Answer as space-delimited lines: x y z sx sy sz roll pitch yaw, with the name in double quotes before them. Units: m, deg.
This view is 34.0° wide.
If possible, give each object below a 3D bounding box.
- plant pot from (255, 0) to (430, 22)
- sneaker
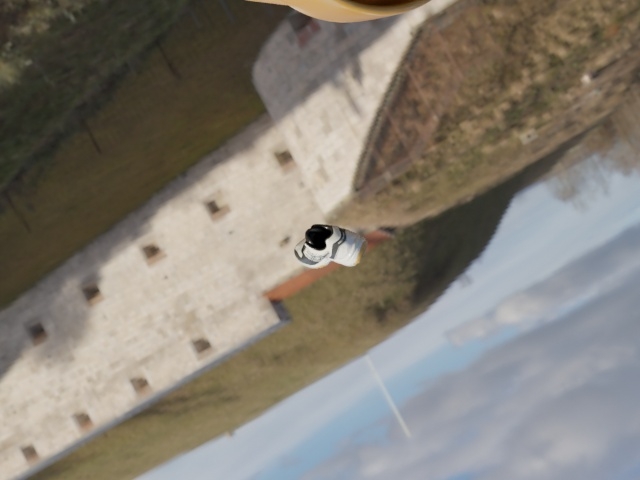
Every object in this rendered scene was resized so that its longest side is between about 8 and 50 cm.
"plant pot" -0.012 -0.267 0.822 0.205 0.205 0.188 -27 -164 -29
"sneaker" 0.000 0.000 0.788 0.083 0.037 0.032 -9 -124 57
